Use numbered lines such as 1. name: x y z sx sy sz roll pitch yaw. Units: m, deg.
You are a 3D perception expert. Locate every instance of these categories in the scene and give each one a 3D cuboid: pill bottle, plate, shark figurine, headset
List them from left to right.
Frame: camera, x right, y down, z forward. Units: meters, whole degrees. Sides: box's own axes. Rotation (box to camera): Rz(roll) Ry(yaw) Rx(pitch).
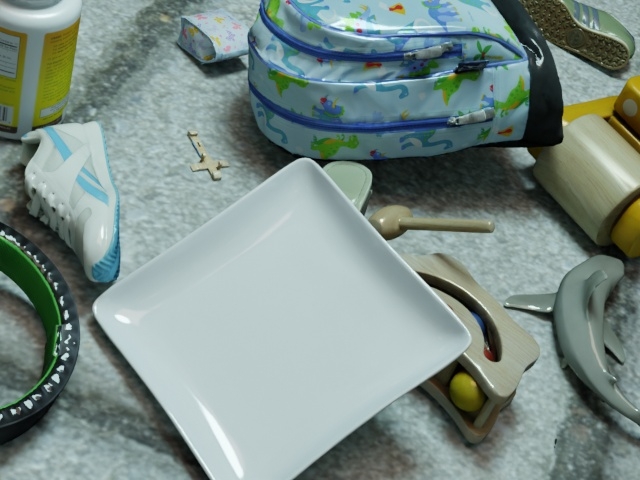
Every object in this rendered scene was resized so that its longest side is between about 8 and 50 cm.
1. headset: -0.419 0.070 1.028 0.394 0.185 0.243 19 45 -25
2. pill bottle: -0.327 -0.224 1.266 0.117 0.215 0.117 11 44 -11
3. plate: -0.041 0.087 1.128 0.277 0.045 0.278 -36 63 -11
4. shark figurine: 0.313 0.097 1.271 0.166 0.116 0.278 4 44 -15

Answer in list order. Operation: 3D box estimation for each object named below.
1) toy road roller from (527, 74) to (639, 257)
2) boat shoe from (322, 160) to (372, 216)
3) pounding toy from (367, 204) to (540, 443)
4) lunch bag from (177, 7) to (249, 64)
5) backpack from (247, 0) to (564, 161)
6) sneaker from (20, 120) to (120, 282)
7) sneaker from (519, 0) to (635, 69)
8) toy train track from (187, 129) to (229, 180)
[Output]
1. toy road roller: 0.454 -0.145 1.470 0.329 0.241 0.202 -17 54 -33
2. boat shoe: 0.000 0.000 1.275 0.081 0.069 0.228 18 42 14
3. pounding toy: 0.112 0.063 1.193 0.154 0.155 0.269 -18 53 -37
4. lunch bag: -0.134 -0.260 1.497 0.071 0.053 0.083 -23 49 -39
5. backpack: 0.084 -0.220 1.410 0.355 0.273 0.290 -18 44 -4
6. sneaker: -0.261 -0.037 1.210 0.092 0.087 0.229 -7 42 -18
7. sneaker: 0.401 -0.332 1.774 0.192 0.064 0.086 35 37 14
8. toy train track: -0.137 -0.105 1.368 0.048 0.014 0.083 -10 51 -29
